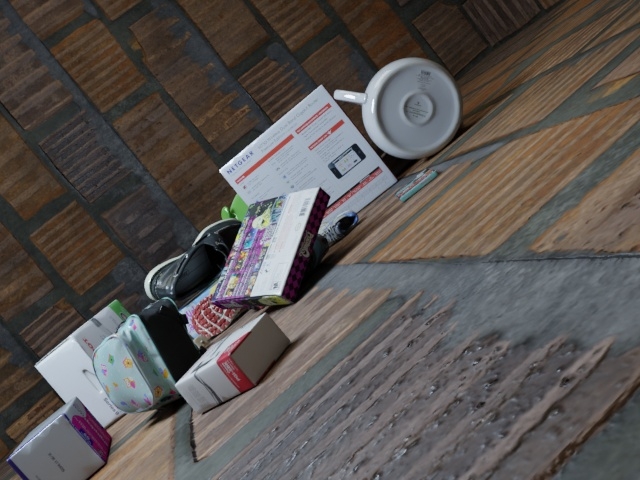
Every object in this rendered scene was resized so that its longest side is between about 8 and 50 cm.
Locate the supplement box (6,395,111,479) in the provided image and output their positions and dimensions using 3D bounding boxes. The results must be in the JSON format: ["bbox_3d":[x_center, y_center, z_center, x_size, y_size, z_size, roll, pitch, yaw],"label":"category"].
[{"bbox_3d":[-0.449,0.363,1.192,0.114,0.111,0.220,-40,6,-15],"label":"supplement box"}]

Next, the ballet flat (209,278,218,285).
[{"bbox_3d":[-0.268,0.142,2.007,0.087,0.083,0.247,-15,-4,-23],"label":"ballet flat"}]

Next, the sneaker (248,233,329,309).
[{"bbox_3d":[-0.084,0.062,1.414,0.261,0.104,0.125,-25,3,33],"label":"sneaker"}]

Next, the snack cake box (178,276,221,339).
[{"bbox_3d":[-0.258,0.151,1.741,0.264,0.089,0.152,-36,8,28],"label":"snack cake box"}]

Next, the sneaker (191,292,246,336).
[{"bbox_3d":[-0.197,0.143,1.554,0.225,0.088,0.092,-38,-14,8],"label":"sneaker"}]

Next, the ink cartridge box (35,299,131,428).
[{"bbox_3d":[-0.501,0.287,1.593,0.121,0.211,0.289,-37,6,10],"label":"ink cartridge box"}]

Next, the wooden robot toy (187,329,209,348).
[{"bbox_3d":[-0.312,0.228,1.534,0.076,0.079,0.173,-41,6,-23],"label":"wooden robot toy"}]

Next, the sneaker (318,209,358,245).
[{"bbox_3d":[0.028,-0.021,1.482,0.135,0.052,0.058,-40,10,-9],"label":"sneaker"}]

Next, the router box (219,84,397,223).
[{"bbox_3d":[-0.028,-0.167,1.702,0.335,0.301,0.082,-37,7,10],"label":"router box"}]

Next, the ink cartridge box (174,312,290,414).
[{"bbox_3d":[-0.120,0.167,0.921,0.135,0.056,0.099,-34,9,38],"label":"ink cartridge box"}]

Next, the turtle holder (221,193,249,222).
[{"bbox_3d":[-0.150,-0.045,2.093,0.227,0.243,0.320,-15,-61,-67],"label":"turtle holder"}]

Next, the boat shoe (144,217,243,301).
[{"bbox_3d":[-0.290,0.051,1.757,0.113,0.127,0.340,9,31,42],"label":"boat shoe"}]

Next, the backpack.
[{"bbox_3d":[-0.298,0.210,1.156,0.144,0.166,0.188,-31,-3,-40],"label":"backpack"}]

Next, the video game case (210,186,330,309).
[{"bbox_3d":[-0.096,0.017,1.294,0.210,0.042,0.232,-10,52,44],"label":"video game case"}]

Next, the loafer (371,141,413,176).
[{"bbox_3d":[0.186,-0.244,1.802,0.366,0.130,0.134,-39,6,3],"label":"loafer"}]

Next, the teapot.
[{"bbox_3d":[0.202,-0.315,1.630,0.252,0.256,0.187,-35,14,-2],"label":"teapot"}]

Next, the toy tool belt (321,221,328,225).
[{"bbox_3d":[0.000,0.000,1.548,0.083,0.052,0.051,-38,-26,-18],"label":"toy tool belt"}]

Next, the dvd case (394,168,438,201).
[{"bbox_3d":[0.189,-0.111,1.354,0.087,0.013,0.119,-38,7,5],"label":"dvd case"}]
